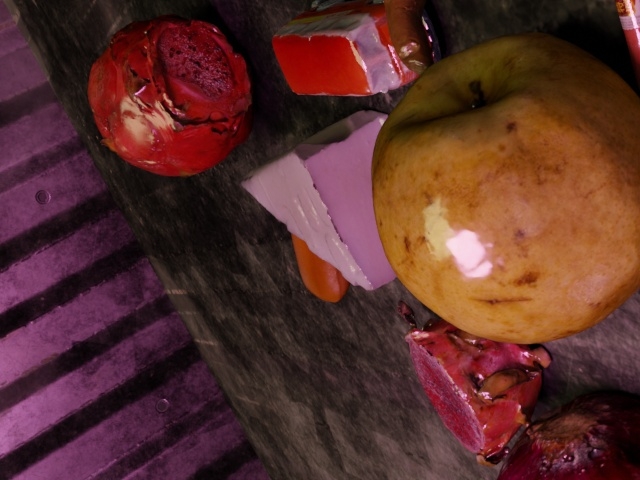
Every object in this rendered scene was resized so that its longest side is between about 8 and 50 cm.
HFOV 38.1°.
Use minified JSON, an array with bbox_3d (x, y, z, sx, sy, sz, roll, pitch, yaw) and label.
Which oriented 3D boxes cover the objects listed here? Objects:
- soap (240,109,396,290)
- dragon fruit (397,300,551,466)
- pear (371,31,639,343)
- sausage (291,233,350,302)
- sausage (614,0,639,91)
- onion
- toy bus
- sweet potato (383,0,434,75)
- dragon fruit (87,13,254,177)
[{"bbox_3d":[0.032,-0.046,1.469,0.257,0.159,0.302,60,160,-8],"label":"soap"},{"bbox_3d":[0.234,0.187,1.374,0.282,0.147,0.211,62,167,1],"label":"dragon fruit"},{"bbox_3d":[0.205,-0.043,0.936,0.304,0.304,0.304,46,155,29],"label":"pear"},{"bbox_3d":[-0.001,0.000,1.662,0.105,0.105,0.274,40,151,39],"label":"sausage"},{"bbox_3d":[0.280,-0.236,0.845,0.034,0.034,0.253,13,129,61],"label":"sausage"},{"bbox_3d":[0.355,0.369,1.182,0.281,0.260,0.337,60,158,-17],"label":"onion"},{"bbox_3d":[0.040,-0.252,1.219,0.265,0.120,0.121,18,136,60],"label":"toy bus"},{"bbox_3d":[0.058,-0.332,1.091,0.346,0.108,0.079,56,158,19],"label":"sweet potato"},{"bbox_3d":[-0.267,-0.258,1.658,0.302,0.296,0.295,4,123,57],"label":"dragon fruit"}]
